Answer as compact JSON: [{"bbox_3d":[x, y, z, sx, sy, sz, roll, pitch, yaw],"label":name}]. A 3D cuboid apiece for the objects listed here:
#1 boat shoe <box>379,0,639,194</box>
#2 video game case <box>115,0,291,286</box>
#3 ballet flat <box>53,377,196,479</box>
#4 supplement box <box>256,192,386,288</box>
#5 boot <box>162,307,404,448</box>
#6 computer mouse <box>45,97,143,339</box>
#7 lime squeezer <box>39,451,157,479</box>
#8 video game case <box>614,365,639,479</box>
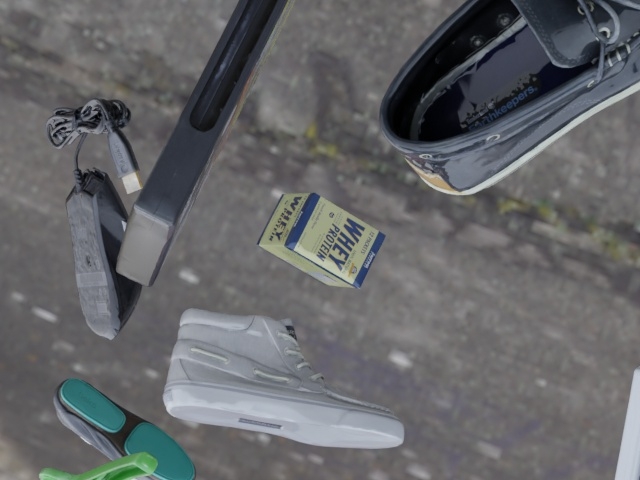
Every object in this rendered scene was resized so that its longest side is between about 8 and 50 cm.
[{"bbox_3d":[0.258,-0.230,1.602,0.500,0.187,0.156,-39,150,23],"label":"boat shoe"},{"bbox_3d":[-0.074,-0.100,1.134,0.035,0.248,0.275,27,167,-4],"label":"video game case"},{"bbox_3d":[-0.241,0.243,1.923,0.203,0.074,0.074,35,161,4],"label":"ballet flat"},{"bbox_3d":[0.000,0.000,1.451,0.083,0.056,0.083,30,170,-20],"label":"supplement box"},{"bbox_3d":[-0.031,0.140,1.665,0.258,0.123,0.095,12,157,-12],"label":"boot"},{"bbox_3d":[-0.217,-0.029,1.701,0.060,0.262,0.184,-11,177,-32],"label":"computer mouse"},{"bbox_3d":[-0.191,0.198,1.064,0.059,0.110,0.310,45,120,2],"label":"lime squeezer"},{"bbox_3d":[0.319,0.183,1.409,0.023,0.201,0.183,23,-153,37],"label":"video game case"}]
